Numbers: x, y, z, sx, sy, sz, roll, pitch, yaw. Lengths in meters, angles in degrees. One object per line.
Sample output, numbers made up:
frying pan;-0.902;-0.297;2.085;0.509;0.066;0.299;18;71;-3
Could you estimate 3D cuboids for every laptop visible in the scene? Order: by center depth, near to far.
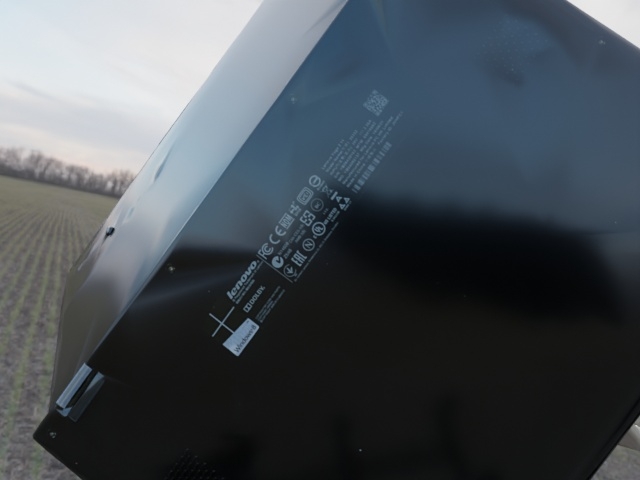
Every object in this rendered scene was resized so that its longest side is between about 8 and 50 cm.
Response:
laptop;0.000;0.000;0.422;0.408;0.382;0.236;36;3;7

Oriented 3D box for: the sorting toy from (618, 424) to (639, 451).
sorting toy;0.168;0.128;0.482;0.193;0.038;0.208;7;-17;41
